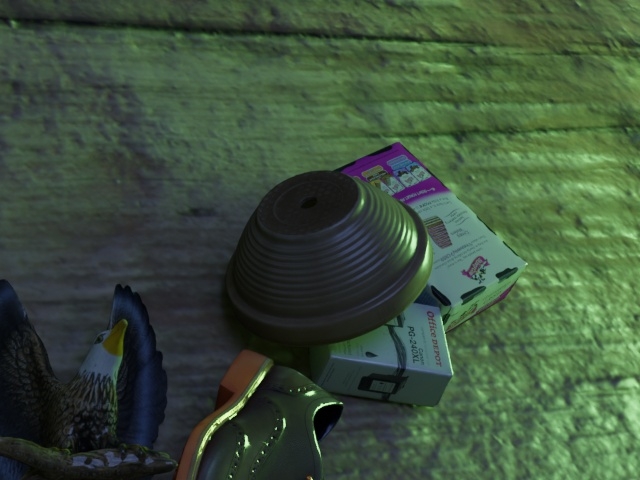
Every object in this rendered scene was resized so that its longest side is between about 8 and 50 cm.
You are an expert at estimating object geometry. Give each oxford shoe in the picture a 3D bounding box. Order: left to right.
[{"bbox_3d":[-0.066,0.234,1.587,0.132,0.130,0.364,18,35,5],"label":"oxford shoe"}]

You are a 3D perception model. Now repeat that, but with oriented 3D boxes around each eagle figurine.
[{"bbox_3d":[-0.240,0.161,1.595,0.226,0.225,0.298,56,-5,-28],"label":"eagle figurine"}]

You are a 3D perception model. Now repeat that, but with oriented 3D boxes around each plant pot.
[{"bbox_3d":[0.000,0.000,1.823,0.237,0.110,0.237,-11,38,9],"label":"plant pot"}]

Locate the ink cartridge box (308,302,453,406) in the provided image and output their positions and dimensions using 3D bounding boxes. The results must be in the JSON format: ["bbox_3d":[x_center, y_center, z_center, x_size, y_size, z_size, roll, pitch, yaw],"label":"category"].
[{"bbox_3d":[0.066,0.120,1.855,0.150,0.063,0.109,10,43,-17],"label":"ink cartridge box"}]

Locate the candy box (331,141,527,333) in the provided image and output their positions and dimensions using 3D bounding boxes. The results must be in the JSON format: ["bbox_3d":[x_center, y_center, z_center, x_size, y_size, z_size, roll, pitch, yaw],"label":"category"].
[{"bbox_3d":[0.113,-0.002,1.999,0.233,0.071,0.159,45,44,20],"label":"candy box"}]
